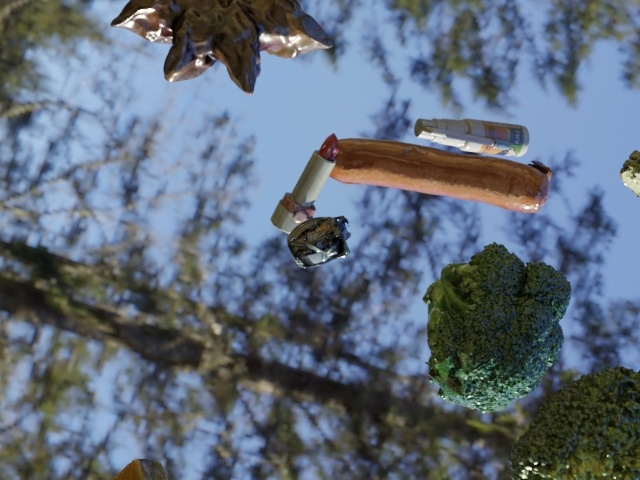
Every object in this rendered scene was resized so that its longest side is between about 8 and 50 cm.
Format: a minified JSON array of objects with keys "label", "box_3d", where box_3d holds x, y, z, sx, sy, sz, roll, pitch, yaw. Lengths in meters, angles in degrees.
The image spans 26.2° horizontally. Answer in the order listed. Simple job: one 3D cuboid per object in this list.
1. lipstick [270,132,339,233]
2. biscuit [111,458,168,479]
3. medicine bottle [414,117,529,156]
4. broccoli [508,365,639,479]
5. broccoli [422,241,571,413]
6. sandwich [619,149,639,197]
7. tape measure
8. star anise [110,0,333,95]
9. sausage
[{"label":"lipstick","box_3d":[-0.016,-0.098,2.326,0.186,0.063,0.057,-62,-155,19]},{"label":"biscuit","box_3d":[-0.272,0.362,1.832,0.188,0.056,0.052,-48,-130,26]},{"label":"medicine bottle","box_3d":[0.285,-0.193,2.540,0.092,0.221,0.061,-146,-116,-66]},{"label":"broccoli","box_3d":[0.395,0.345,1.956,0.375,0.249,0.302,83,-4,-65]},{"label":"broccoli","box_3d":[0.273,0.147,2.245,0.294,0.265,0.245,-58,-132,32]},{"label":"sandwich","box_3d":[0.369,-0.067,1.491,0.105,0.093,0.036,31,-100,41]},{"label":"tape measure","box_3d":[-0.002,0.000,2.070,0.094,0.054,0.091,-16,-150,13]},{"label":"star anise","box_3d":[-0.119,-0.323,1.880,0.108,0.315,0.315,81,11,-56]},{"label":"sausage","box_3d":[0.198,-0.122,2.434,0.094,0.419,0.094,-38,135,-64]}]
